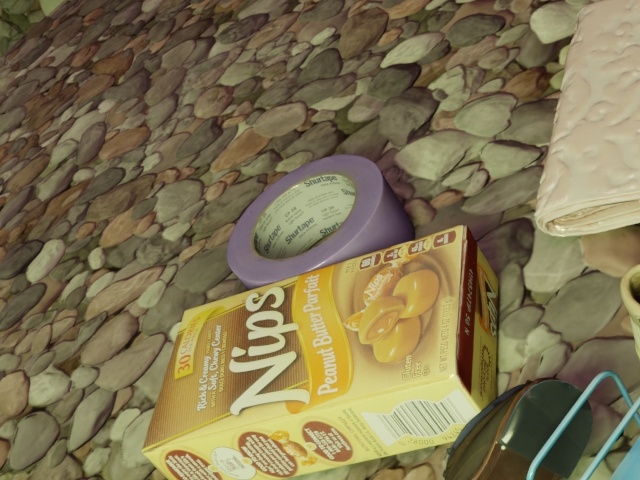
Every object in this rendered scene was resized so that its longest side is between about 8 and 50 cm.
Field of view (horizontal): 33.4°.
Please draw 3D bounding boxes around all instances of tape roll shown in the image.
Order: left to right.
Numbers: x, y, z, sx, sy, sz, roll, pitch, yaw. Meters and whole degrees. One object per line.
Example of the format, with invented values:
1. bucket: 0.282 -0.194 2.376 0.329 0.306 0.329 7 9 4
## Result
1. tape roll: 0.000 0.000 1.141 0.189 0.080 0.189 -23 35 17

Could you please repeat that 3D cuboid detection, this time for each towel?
1. towel: 0.378 -0.151 1.026 0.317 0.053 0.331 -9 42 32

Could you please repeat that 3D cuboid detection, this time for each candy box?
1. candy box: 0.003 0.115 0.987 0.316 0.087 0.183 -17 37 24

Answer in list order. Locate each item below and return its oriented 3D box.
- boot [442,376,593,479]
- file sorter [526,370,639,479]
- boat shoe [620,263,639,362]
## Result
1. boot: 0.126 0.198 0.813 0.219 0.082 0.106 -54 -2 1
2. file sorter: 0.239 0.171 0.697 0.118 0.104 0.170 -48 35 -19
3. boat shoe: 0.331 0.088 0.724 0.109 0.098 0.302 -44 34 -14
